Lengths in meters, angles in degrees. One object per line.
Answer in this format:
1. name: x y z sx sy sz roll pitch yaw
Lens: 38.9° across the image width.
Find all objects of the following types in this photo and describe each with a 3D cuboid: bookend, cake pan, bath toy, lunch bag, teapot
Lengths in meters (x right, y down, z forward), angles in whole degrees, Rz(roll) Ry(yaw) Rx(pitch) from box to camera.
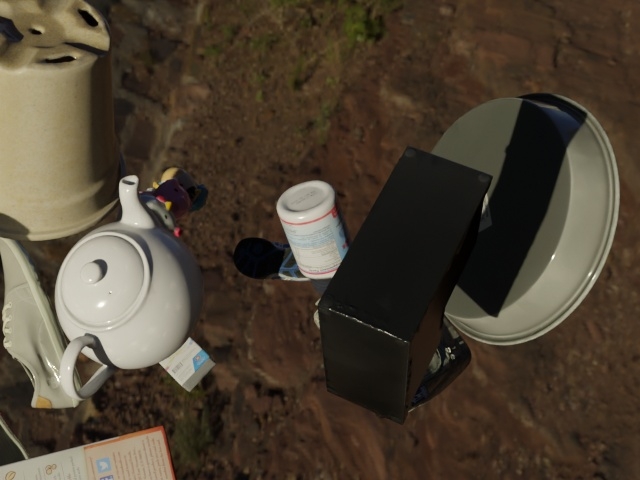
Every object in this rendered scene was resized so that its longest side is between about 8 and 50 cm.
1. bookend: 0.067 0.038 0.718 0.072 0.156 0.157 22 62 16
2. cake pan: 0.200 -0.031 1.022 0.054 0.293 0.293 13 36 -33
3. bath toy: -0.318 -0.068 1.866 0.129 0.152 0.348 19 12 -2
4. lunch bag: 0.147 0.233 1.996 0.256 0.212 0.305 -12 60 -49
5. teapot: -0.315 0.079 1.403 0.252 0.187 0.256 -32 70 5

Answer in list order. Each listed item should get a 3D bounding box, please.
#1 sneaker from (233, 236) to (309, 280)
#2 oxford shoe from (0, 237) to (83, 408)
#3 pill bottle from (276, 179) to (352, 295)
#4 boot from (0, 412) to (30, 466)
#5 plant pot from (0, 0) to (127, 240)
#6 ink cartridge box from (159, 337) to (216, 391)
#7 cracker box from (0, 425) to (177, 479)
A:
1. sneaker: -0.071 0.044 1.683 0.211 0.080 0.081 11 -6 33
2. oxford shoe: -0.675 0.187 2.085 0.130 0.169 0.450 -20 76 -19
3. pill bottle: 0.000 0.000 1.299 0.087 0.160 0.087 -12 38 10
4. boot: -0.490 0.301 1.351 0.088 0.176 0.244 -24 96 -18
5. plant pot: -0.461 -0.224 1.451 0.333 0.305 0.334 11 45 -11
6. ink cartridge box: -0.307 0.261 2.020 0.088 0.052 0.122 -46 61 -9
7. cracker box: -0.265 0.246 0.885 0.232 0.156 0.067 -12 76 -18
